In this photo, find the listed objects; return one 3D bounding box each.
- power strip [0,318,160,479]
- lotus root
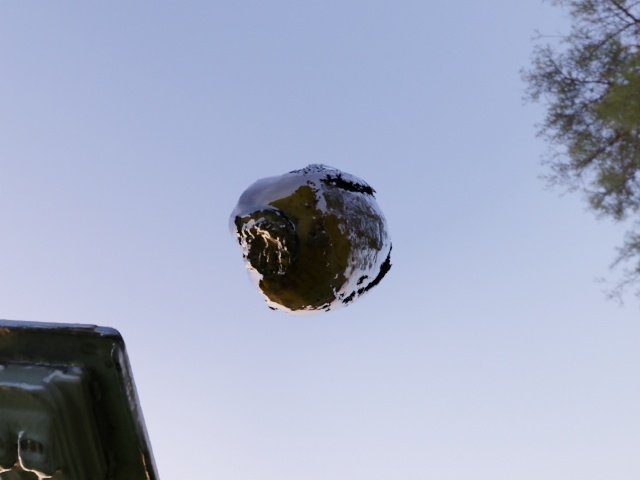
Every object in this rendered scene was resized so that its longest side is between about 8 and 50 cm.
[{"bbox_3d":[-0.260,0.174,0.474,0.198,0.064,0.213,0,-69,12],"label":"power strip"},{"bbox_3d":[0.000,0.000,0.727,0.179,0.397,0.196,-7,-89,18],"label":"lotus root"}]
